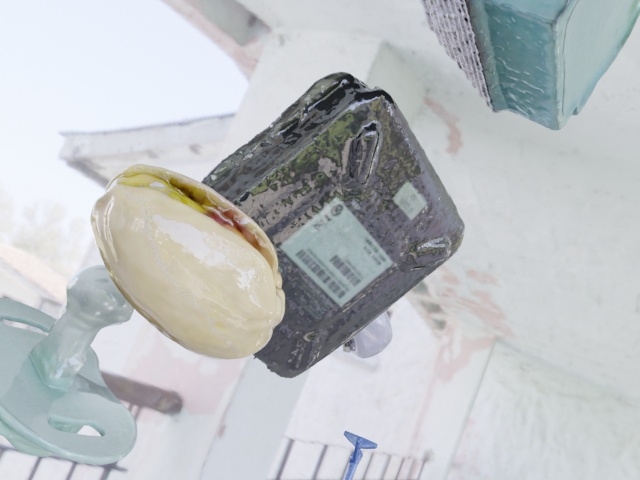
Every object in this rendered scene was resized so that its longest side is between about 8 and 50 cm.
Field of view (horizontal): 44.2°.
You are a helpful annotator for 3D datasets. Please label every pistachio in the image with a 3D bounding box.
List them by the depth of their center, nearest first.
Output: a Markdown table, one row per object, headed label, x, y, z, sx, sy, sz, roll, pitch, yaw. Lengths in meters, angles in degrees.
| label | x | y | z | sx | sy | sz | roll | pitch | yaw |
| --- | --- | --- | --- | --- | --- | --- | --- | --- | --- |
| pistachio | -0.118 | 0.029 | 0.686 | 0.145 | 0.117 | 0.200 | -36 | -61 | 26 |

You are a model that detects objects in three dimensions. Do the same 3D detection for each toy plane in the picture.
| label | x | y | z | sx | sy | sz | roll | pitch | yaw |
| --- | --- | --- | --- | --- | --- | --- | --- | --- | --- |
| toy plane | 0.011 | 0.268 | 0.749 | 0.054 | 0.167 | 0.062 | 16 | -20 | 23 |

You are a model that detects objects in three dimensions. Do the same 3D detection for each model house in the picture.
| label | x | y | z | sx | sy | sz | roll | pitch | yaw |
| --- | --- | --- | --- | --- | --- | --- | --- | --- | --- |
| model house | 0.209 | -0.295 | 0.888 | 0.249 | 0.230 | 0.280 | 31 | -8 | 25 |

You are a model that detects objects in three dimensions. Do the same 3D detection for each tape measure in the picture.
| label | x | y | z | sx | sy | sz | roll | pitch | yaw |
| --- | --- | --- | --- | --- | --- | --- | --- | --- | --- |
| tape measure | 0.065 | 0.157 | 1.629 | 0.178 | 0.105 | 0.196 | 36 | -29 | 53 |

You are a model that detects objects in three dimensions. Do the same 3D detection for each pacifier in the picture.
| label | x | y | z | sx | sy | sz | roll | pitch | yaw |
| --- | --- | --- | --- | --- | --- | --- | --- | --- | --- |
| pacifier | -0.368 | 0.145 | 1.099 | 0.343 | 0.269 | 0.288 | 41 | 10 | 37 |

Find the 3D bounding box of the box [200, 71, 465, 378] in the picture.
| label | x | y | z | sx | sy | sz | roll | pitch | yaw |
| --- | --- | --- | --- | --- | --- | --- | --- | --- | --- |
| box | 0.000 | 0.000 | 1.020 | 0.359 | 0.350 | 0.091 | 48 | 4 | -45 |
